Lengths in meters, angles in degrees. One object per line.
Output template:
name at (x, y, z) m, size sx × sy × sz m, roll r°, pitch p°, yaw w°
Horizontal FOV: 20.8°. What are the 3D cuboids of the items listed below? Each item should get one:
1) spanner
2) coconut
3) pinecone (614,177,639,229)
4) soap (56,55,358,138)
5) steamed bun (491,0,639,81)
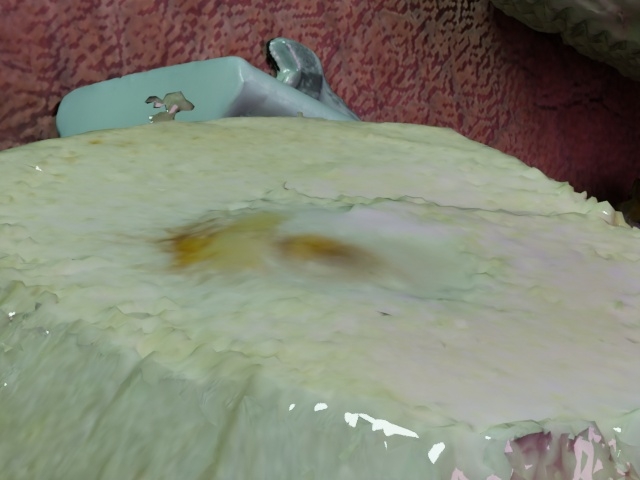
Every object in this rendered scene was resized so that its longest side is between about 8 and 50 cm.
spanner at (0.060, -0.026, 1.080) m, size 0.302 × 0.017 × 0.071 m, roll 39°, pitch 62°, yaw -34°
coconut at (-0.009, 0.161, 0.654) m, size 0.404 × 0.404 × 0.405 m, roll 3°, pitch 85°, yaw -42°
pinecone at (0.267, 0.038, 1.139) m, size 0.179 × 0.204 × 0.184 m, roll 50°, pitch 40°, yaw -36°
soap at (0.000, 0.000, 0.928) m, size 0.265 × 0.159 × 0.088 m, roll 25°, pitch 70°, yaw -38°
steamed bun at (0.255, -0.189, 1.092) m, size 0.320 × 0.275 × 0.206 m, roll 23°, pitch 91°, yaw -54°
